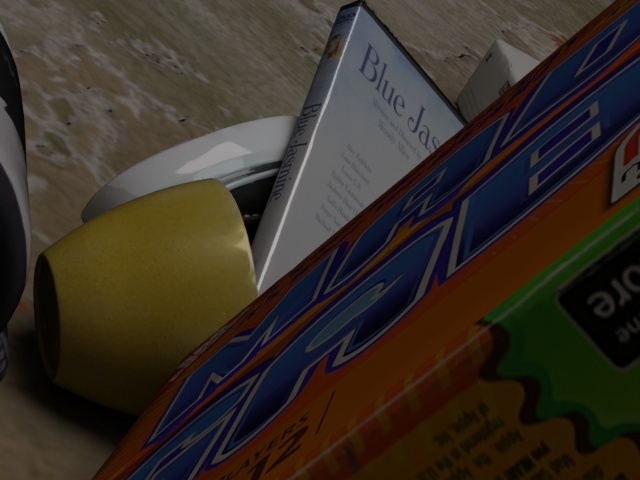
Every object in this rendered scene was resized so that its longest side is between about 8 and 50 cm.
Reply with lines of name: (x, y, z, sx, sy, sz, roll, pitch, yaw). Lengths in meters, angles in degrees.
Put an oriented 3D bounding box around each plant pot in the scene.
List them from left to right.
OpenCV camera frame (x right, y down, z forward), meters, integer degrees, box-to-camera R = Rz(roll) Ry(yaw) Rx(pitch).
plant pot: (-0.098, 0.037, 0.888, 0.095, 0.134, 0.134, -5, 39, -21)

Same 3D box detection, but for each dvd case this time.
dvd case: (0.039, 0.000, 1.034, 0.180, 0.022, 0.253, 45, 47, -32)

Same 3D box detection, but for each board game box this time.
board game box: (0.140, 0.136, 0.618, 0.356, 0.356, 0.356, 48, 21, -6)

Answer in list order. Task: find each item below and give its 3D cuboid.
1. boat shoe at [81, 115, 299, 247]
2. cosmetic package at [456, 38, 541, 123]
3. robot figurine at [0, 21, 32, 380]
boat shoe: (0.000, 0.000, 1.077, 0.335, 0.121, 0.119, -3, 63, -49)
cosmetic package: (0.254, -0.095, 1.667, 0.231, 0.085, 0.117, 25, 25, -19)
robot figurine: (-0.223, -0.033, 0.775, 0.174, 0.209, 0.278, 3, 33, -15)
